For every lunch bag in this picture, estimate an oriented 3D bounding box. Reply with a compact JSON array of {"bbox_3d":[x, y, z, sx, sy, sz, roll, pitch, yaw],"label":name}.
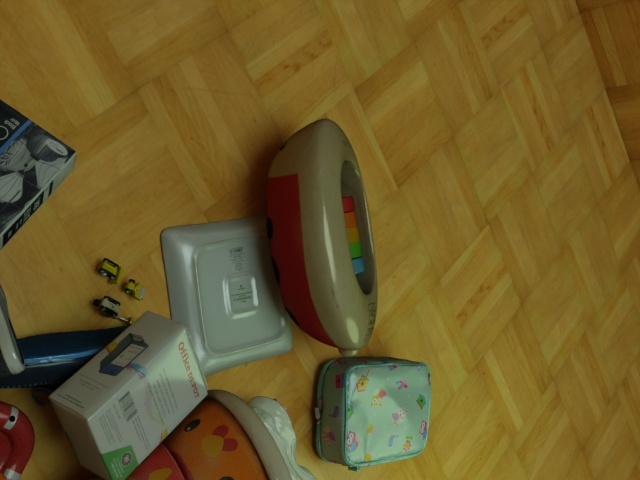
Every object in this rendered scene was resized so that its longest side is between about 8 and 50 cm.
[{"bbox_3d":[0.106,0.355,1.933,0.279,0.107,0.224,5,89,-43],"label":"lunch bag"}]

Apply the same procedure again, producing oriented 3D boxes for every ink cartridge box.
[{"bbox_3d":[-0.281,0.233,1.408,0.212,0.093,0.154,-43,137,-35],"label":"ink cartridge box"},{"bbox_3d":[-0.511,-0.049,1.323,0.165,0.065,0.333,34,60,-3],"label":"ink cartridge box"}]

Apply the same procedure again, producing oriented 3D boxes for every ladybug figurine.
[{"bbox_3d":[0.000,0.000,1.773,0.305,0.161,0.450,0,81,-74],"label":"ladybug figurine"}]

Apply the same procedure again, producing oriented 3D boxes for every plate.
[{"bbox_3d":[-0.156,0.099,1.731,0.277,0.045,0.278,-10,94,-44],"label":"plate"}]

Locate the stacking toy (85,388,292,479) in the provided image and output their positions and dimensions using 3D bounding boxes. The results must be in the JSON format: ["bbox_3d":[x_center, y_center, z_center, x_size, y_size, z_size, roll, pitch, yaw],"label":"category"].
[{"bbox_3d":[-0.292,0.461,1.437,0.479,0.350,0.351,-17,100,-29],"label":"stacking toy"}]

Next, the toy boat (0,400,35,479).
[{"bbox_3d":[-0.483,0.338,1.314,0.151,0.151,0.231,38,62,-37],"label":"toy boat"}]

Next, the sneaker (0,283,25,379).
[{"bbox_3d":[-0.507,0.113,1.326,0.121,0.217,0.079,-22,146,-12],"label":"sneaker"}]

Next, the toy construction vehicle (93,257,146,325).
[{"bbox_3d":[-0.341,0.088,1.560,0.098,0.035,0.086,35,53,-41],"label":"toy construction vehicle"}]

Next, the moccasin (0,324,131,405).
[{"bbox_3d":[-0.359,0.208,1.458,0.342,0.137,0.117,-1,101,-41],"label":"moccasin"}]

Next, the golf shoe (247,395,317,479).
[{"bbox_3d":[-0.086,0.445,1.723,0.140,0.115,0.306,-37,106,-52],"label":"golf shoe"}]
